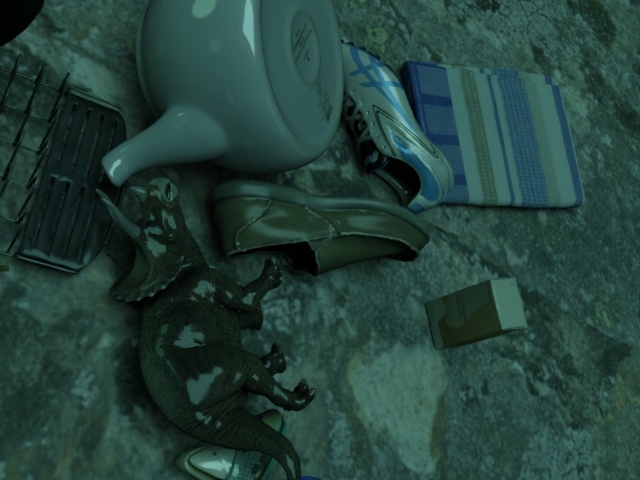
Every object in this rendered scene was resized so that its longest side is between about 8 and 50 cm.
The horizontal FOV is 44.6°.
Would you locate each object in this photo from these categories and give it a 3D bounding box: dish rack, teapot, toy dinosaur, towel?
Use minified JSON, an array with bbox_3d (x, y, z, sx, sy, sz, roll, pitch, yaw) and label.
[{"bbox_3d":[-0.299,-0.090,0.686,0.271,0.074,0.208,20,63,-25],"label":"dish rack"},{"bbox_3d":[-0.097,-0.185,0.789,0.256,0.187,0.252,-11,98,-66],"label":"teapot"},{"bbox_3d":[-0.104,0.101,0.709,0.160,0.121,0.313,-6,68,-27],"label":"toy dinosaur"},{"bbox_3d":[0.242,-0.143,1.075,0.285,0.034,0.209,-1,74,-31],"label":"towel"}]

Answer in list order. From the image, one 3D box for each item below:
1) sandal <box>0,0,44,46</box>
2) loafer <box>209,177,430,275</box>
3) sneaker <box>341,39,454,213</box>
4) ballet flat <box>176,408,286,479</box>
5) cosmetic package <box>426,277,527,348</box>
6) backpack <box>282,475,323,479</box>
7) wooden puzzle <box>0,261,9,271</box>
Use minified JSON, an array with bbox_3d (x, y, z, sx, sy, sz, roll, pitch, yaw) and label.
[{"bbox_3d":[-0.304,-0.176,0.636,0.040,0.067,0.179,47,54,4],"label":"sandal"},{"bbox_3d":[0.000,0.000,0.837,0.251,0.094,0.087,8,72,-20],"label":"loafer"},{"bbox_3d":[0.068,-0.136,0.932,0.086,0.085,0.237,-36,90,-29],"label":"sneaker"},{"bbox_3d":[-0.103,0.236,0.685,0.079,0.077,0.221,33,62,-14],"label":"ballet flat"},{"bbox_3d":[0.176,0.084,0.891,0.041,0.115,0.060,-1,72,-33],"label":"cosmetic package"},{"bbox_3d":[0.004,0.269,0.722,0.120,0.101,0.098,30,52,-15],"label":"backpack"},{"bbox_3d":[-0.305,0.018,0.654,0.083,0.049,0.006,12,46,-28],"label":"wooden puzzle"}]
